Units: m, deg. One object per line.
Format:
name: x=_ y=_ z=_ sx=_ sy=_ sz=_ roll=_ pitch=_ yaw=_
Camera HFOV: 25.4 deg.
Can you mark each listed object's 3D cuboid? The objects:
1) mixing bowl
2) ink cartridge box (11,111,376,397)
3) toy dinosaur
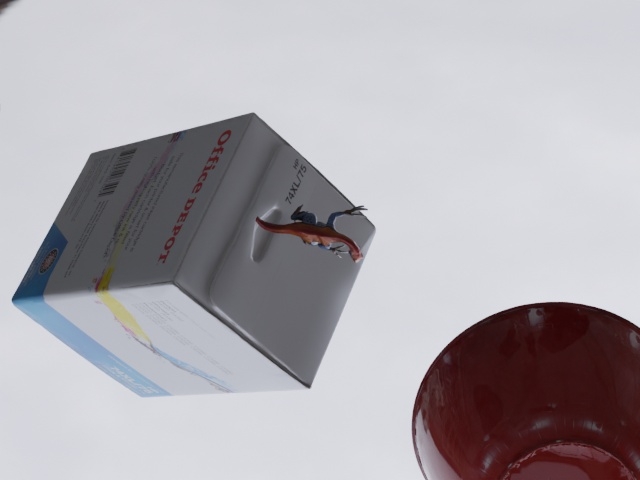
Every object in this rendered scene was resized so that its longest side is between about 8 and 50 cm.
mixing bowl: x=0.148 y=0.139 z=0.881 sx=0.181 sy=0.181 sz=0.098 roll=-10 pitch=-161 yaw=6
ink cartridge box: x=-0.126 y=0.024 z=1.424 sx=0.270 sy=0.197 sz=0.198 roll=-8 pitch=-131 yaw=46
toy dinosaur: x=0.000 y=0.000 z=1.250 sx=0.090 sy=0.047 sz=0.082 roll=-14 pitch=-160 yaw=-18
